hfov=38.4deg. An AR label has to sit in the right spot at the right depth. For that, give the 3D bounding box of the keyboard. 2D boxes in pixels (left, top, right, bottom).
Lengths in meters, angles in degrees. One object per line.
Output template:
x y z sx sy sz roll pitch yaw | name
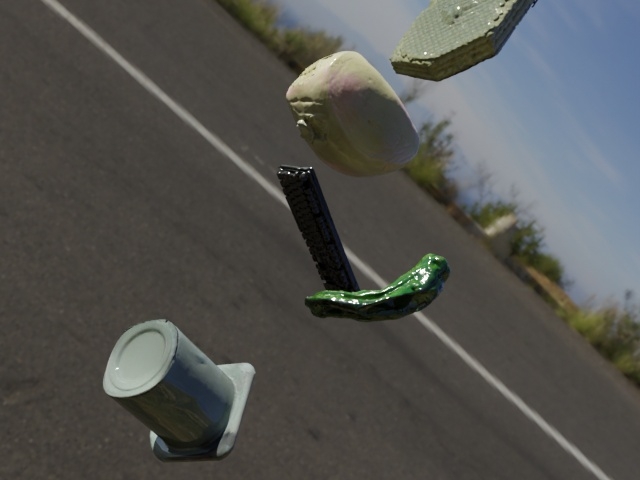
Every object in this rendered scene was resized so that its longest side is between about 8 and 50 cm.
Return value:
-0.001 0.000 1.267 0.072 0.023 0.231 10 -50 48 | keyboard

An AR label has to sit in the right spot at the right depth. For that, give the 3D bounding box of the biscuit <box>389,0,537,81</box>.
0.218 -0.331 1.318 0.150 0.252 0.052 22 -20 44 | biscuit

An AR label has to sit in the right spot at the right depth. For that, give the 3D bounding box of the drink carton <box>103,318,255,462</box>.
-0.247 0.246 1.510 0.189 0.191 0.185 48 44 -43 | drink carton

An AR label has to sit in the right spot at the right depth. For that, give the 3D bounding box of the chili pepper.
0.074 0.068 1.113 0.073 0.182 0.050 -110 -170 -45 | chili pepper

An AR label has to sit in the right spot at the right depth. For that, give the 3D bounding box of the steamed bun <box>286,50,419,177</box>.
0.045 -0.195 1.581 0.170 0.152 0.238 -6 -52 52 | steamed bun
